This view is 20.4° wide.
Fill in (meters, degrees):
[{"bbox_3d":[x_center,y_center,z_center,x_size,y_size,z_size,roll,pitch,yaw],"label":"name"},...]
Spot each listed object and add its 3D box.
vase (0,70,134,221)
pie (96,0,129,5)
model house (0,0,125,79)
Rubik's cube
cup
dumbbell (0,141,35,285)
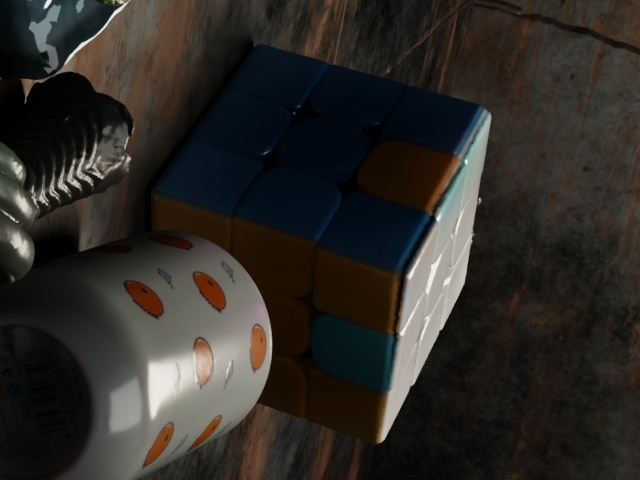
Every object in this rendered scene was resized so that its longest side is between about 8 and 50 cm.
[{"bbox_3d":[-0.253,-0.036,1.404,0.237,0.115,0.115,-47,151,-49],"label":"vase"},{"bbox_3d":[-0.097,-0.155,0.861,0.084,0.021,0.084,-33,128,-57],"label":"pie"},{"bbox_3d":[-0.211,-0.307,0.898,0.360,0.297,0.339,-51,149,-40],"label":"model house"},{"bbox_3d":[0.000,0.000,1.990,0.291,0.292,0.290,94,19,-44],"label":"Rubik's cube"},{"bbox_3d":[-0.192,0.112,1.563,0.317,0.212,0.212,-20,126,-71],"label":"cup"},{"bbox_3d":[-0.225,-0.145,1.206,0.179,0.179,0.406,59,51,-71],"label":"dumbbell"}]
